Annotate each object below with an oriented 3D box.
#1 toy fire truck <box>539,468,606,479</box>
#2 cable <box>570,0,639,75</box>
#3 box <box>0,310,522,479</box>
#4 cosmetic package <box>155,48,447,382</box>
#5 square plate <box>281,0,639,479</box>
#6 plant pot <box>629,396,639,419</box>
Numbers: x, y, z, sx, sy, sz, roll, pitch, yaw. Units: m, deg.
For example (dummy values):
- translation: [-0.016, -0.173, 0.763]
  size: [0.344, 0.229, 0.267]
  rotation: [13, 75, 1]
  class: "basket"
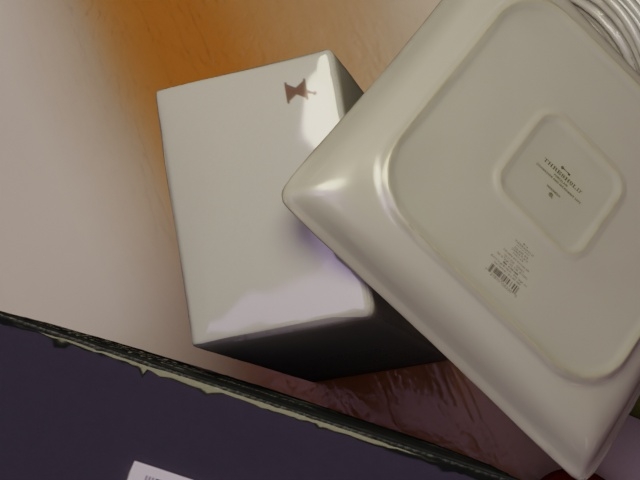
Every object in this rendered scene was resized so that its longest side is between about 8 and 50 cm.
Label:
- translation: [0.315, 0.288, 1.565]
  size: [0.217, 0.158, 0.246]
  rotation: [32, 45, 14]
  class: "toy fire truck"
- translation: [0.259, -0.165, 1.526]
  size: [0.089, 0.257, 0.257]
  rotation: [-30, 104, -32]
  class: "cable"
- translation: [-0.087, 0.277, 1.430]
  size: [0.480, 0.472, 0.297]
  rotation: [18, 83, 4]
  class: "box"
- translation: [0.000, 0.000, 1.493]
  size: [0.161, 0.453, 0.230]
  rotation: [-11, 78, 10]
  class: "cosmetic package"
- translation: [0.191, -0.039, 1.312]
  size: [0.347, 0.049, 0.344]
  rotation: [43, 62, -8]
  class: "square plate"
- translation: [0.325, 0.070, 1.538]
  size: [0.254, 0.276, 0.276]
  rotation: [13, 84, 24]
  class: "plant pot"
